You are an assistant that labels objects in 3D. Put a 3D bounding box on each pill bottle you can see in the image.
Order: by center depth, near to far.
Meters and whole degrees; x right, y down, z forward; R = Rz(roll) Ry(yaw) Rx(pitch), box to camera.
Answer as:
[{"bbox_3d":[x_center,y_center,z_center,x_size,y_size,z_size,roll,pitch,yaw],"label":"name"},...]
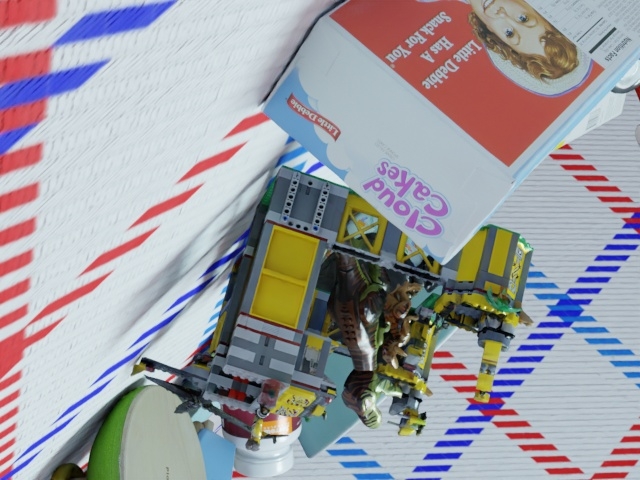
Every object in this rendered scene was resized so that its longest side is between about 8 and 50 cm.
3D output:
[{"bbox_3d":[-0.063,0.166,1.648,0.086,0.086,0.152,-38,128,-62],"label":"pill bottle"}]

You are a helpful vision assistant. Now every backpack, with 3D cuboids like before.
[{"bbox_3d":[0.071,0.019,1.696,0.152,0.115,0.182,-39,-179,34],"label":"backpack"}]

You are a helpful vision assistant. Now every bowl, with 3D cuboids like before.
[{"bbox_3d":[0.044,0.103,1.920,0.311,0.163,0.311,-44,178,-2],"label":"bowl"}]

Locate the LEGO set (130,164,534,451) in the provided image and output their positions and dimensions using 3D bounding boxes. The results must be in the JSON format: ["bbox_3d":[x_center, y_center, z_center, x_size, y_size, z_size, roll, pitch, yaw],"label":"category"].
[{"bbox_3d":[0.012,0.097,1.238,0.331,0.255,0.192,-35,-144,63],"label":"LEGO set"}]

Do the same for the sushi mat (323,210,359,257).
[{"bbox_3d":[0.000,0.000,1.710,0.151,0.019,0.316,-50,174,27],"label":"sushi mat"}]

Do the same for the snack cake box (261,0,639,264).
[{"bbox_3d":[0.102,-0.115,1.023,0.264,0.152,0.089,-42,172,-47],"label":"snack cake box"}]

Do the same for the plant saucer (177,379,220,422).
[{"bbox_3d":[-0.122,0.160,1.766,0.195,0.037,0.195,-47,174,-6],"label":"plant saucer"}]

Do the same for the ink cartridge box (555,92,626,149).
[{"bbox_3d":[0.297,-0.184,2.079,0.231,0.078,0.134,-28,149,-19],"label":"ink cartridge box"}]

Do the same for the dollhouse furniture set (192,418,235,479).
[{"bbox_3d":[-0.266,0.313,1.589,0.286,0.198,0.303,-26,-138,39],"label":"dollhouse furniture set"}]

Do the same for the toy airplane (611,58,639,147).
[{"bbox_3d":[0.454,-0.198,1.809,0.272,0.386,0.384,-33,-177,4],"label":"toy airplane"}]

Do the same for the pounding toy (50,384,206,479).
[{"bbox_3d":[-0.188,0.247,1.404,0.183,0.110,0.237,63,25,-44],"label":"pounding toy"}]
